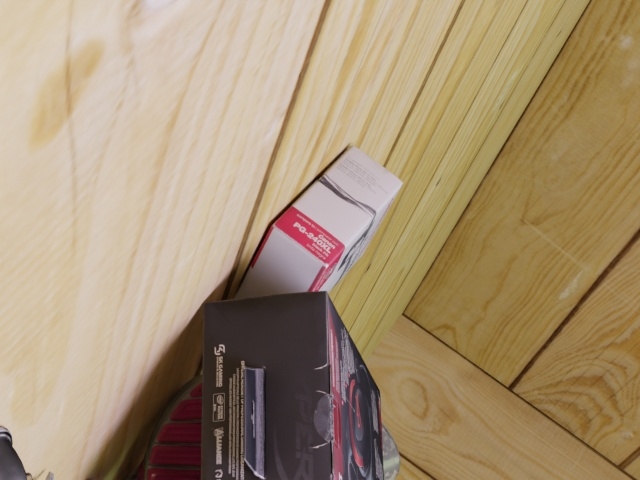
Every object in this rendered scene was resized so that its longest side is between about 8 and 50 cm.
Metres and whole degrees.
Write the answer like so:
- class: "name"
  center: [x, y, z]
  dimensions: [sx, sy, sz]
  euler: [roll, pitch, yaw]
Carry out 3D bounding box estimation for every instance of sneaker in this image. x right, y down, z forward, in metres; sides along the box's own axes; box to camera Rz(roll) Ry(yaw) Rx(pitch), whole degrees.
- class: "sneaker"
  center: [-0.141, 0.234, 1.257]
  dimensions: [0.252, 0.103, 0.111]
  euler: [-68, -156, 10]

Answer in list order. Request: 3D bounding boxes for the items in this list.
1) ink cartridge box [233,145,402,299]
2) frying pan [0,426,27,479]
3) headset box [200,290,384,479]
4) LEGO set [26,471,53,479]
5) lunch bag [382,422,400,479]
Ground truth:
- class: "ink cartridge box"
  center: [0.000, 0.000, 1.181]
  dimensions: [0.150, 0.063, 0.109]
  euler: [-46, 169, -45]
- class: "frying pan"
  center: [-0.250, 0.217, 0.689]
  dimensions: [0.197, 0.053, 0.326]
  euler: [-60, 174, 29]
- class: "headset box"
  center: [-0.020, 0.186, 1.111]
  dimensions: [0.293, 0.110, 0.218]
  euler: [63, 23, -64]
- class: "LEGO set"
  center: [-0.202, 0.188, 0.915]
  dimensions: [0.054, 0.023, 0.083]
  euler: [-54, 172, -4]
- class: "lunch bag"
  center: [-0.081, 0.307, 1.545]
  dimensions: [0.256, 0.212, 0.305]
  euler: [-29, 159, -32]
